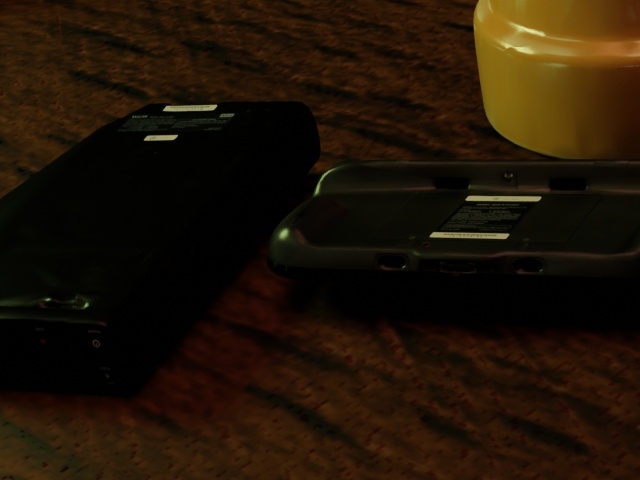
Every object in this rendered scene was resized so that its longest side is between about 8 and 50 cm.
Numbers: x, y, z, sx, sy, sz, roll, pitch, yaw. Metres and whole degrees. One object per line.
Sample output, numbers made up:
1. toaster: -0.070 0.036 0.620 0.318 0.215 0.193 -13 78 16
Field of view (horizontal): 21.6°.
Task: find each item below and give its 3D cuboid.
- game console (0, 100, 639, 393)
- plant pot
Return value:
1. game console: 0.000 0.000 0.751 0.361 0.044 0.213 1 31 26
2. plant pot: 0.169 -0.165 0.835 0.205 0.188 0.205 -10 26 5
